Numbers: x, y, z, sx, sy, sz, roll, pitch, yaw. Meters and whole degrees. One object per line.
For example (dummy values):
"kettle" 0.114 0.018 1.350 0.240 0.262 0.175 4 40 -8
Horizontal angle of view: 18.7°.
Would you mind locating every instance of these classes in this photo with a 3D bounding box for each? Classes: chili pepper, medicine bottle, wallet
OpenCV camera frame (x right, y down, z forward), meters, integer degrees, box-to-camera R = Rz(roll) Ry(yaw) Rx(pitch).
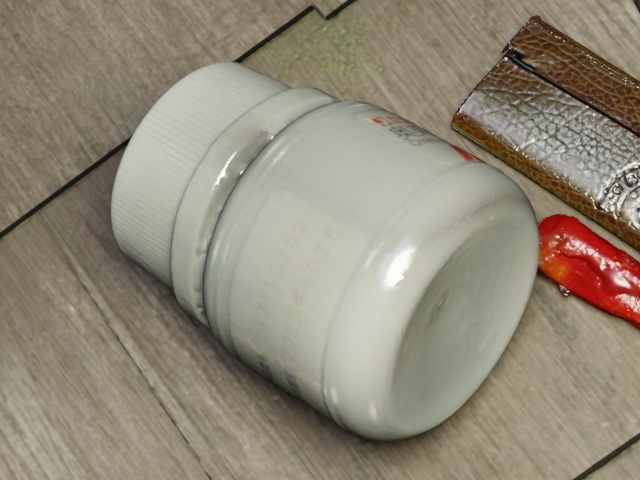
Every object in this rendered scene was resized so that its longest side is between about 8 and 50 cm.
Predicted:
"chili pepper" 0.247 0.034 1.661 0.268 0.050 0.059 37 65 21
"medicine bottle" 0.000 0.000 1.620 0.306 0.245 0.245 30 79 29
"wallet" 0.246 -0.090 1.712 0.243 0.039 0.133 36 82 21

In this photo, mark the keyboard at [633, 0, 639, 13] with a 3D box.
"keyboard" 0.306 -0.232 1.766 0.053 0.010 0.155 -23 67 4
